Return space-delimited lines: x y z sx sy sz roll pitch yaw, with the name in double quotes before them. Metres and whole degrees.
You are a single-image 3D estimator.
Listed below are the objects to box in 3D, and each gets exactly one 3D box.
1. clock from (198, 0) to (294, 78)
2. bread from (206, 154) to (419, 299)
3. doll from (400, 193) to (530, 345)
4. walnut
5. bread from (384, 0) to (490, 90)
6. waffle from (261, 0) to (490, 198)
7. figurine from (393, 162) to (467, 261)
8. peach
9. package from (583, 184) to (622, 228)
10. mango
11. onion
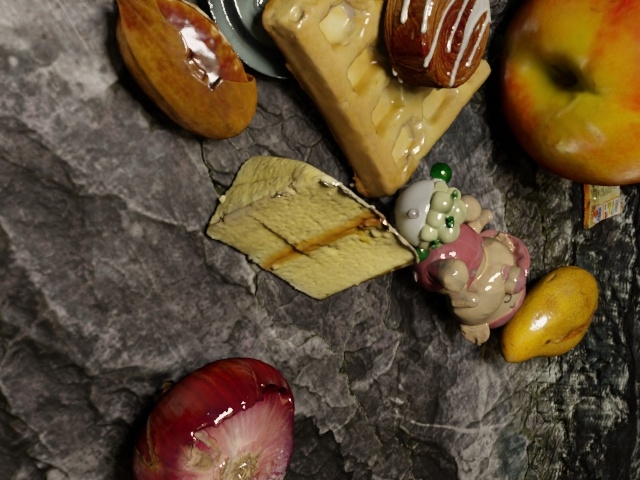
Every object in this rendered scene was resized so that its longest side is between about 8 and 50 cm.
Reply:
"clock" -0.056 -0.318 0.738 0.214 0.042 0.215 -8 104 -33
"bread" 0.000 0.000 0.759 0.240 0.178 0.135 37 78 -35
"doll" 0.257 0.050 0.958 0.196 0.152 0.256 -51 127 1
"walnut" -0.155 -0.201 0.656 0.207 0.115 0.116 45 74 -31
"bread" 0.154 -0.277 0.739 0.160 0.073 0.161 -17 117 -38
"waffle" 0.100 -0.261 0.801 0.304 0.077 0.348 -53 134 -16
"figurine" 0.153 -0.042 0.830 0.093 0.197 0.147 14 100 3
"peach" 0.485 -0.277 0.921 0.388 0.388 0.389 -7 104 -32
"package" 0.610 -0.092 1.235 0.120 0.031 0.108 -19 110 -28
"mango" 0.441 0.142 1.078 0.294 0.120 0.177 -25 137 -49
"onion" -0.134 0.261 0.735 0.248 0.161 0.248 -12 116 -27
